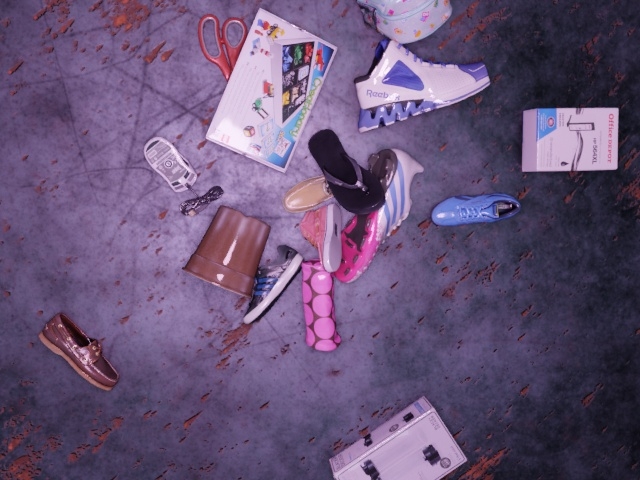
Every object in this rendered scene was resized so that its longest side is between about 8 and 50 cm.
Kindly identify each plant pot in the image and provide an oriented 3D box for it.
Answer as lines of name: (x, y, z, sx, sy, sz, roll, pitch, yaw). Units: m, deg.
plant pot: (-0.197, 0.020, 1.330, 0.166, 0.167, 0.165, 23, 85, -9)

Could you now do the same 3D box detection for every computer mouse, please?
computer mouse: (-0.316, -0.151, 1.350, 0.106, 0.042, 0.193, -36, 105, 3)

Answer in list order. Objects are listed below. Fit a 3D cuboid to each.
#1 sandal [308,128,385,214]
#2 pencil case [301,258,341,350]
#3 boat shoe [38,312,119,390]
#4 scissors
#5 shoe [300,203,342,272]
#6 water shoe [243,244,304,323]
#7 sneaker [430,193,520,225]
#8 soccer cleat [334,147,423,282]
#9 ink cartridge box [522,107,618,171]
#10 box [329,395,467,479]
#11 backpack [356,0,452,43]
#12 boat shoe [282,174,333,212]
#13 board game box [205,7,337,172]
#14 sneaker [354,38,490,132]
sandal: (0.045, -0.152, 1.313, 0.097, 0.054, 0.254, -38, 60, 0)
pencil case: (0.003, 0.144, 1.386, 0.095, 0.098, 0.210, 9, 107, 36)
boat shoe: (-0.531, 0.250, 1.349, 0.207, 0.073, 0.073, 42, 92, -10)
scissors: (-0.203, -0.357, 1.352, 0.108, 0.021, 0.297, -9, 99, -11)
shoe: (0.000, 0.000, 1.350, 0.081, 0.178, 0.063, -14, 143, 24)
water shoe: (-0.124, 0.101, 1.395, 0.080, 0.073, 0.203, 39, 84, 9)
sneaker: (0.368, -0.073, 1.423, 0.209, 0.082, 0.069, -8, 99, -5)
soccer cleat: (0.140, -0.046, 1.383, 0.143, 0.116, 0.331, 11, 107, -37)
ink cartridge box: (0.593, -0.239, 1.429, 0.203, 0.086, 0.148, -3, 96, -6)
box: (0.186, 0.535, 1.463, 0.290, 0.087, 0.169, -34, 99, -3)
backpack: (0.180, -0.515, 1.278, 0.165, 0.144, 0.188, -35, 54, -3)
boat shoe: (0.002, -0.118, 1.375, 0.190, 0.072, 0.068, -26, 99, -3)
board game box: (-0.110, -0.328, 1.337, 0.192, 0.053, 0.305, 23, 91, -14)
sneaker: (0.211, -0.375, 1.346, 0.315, 0.127, 0.182, -20, 100, -3)
